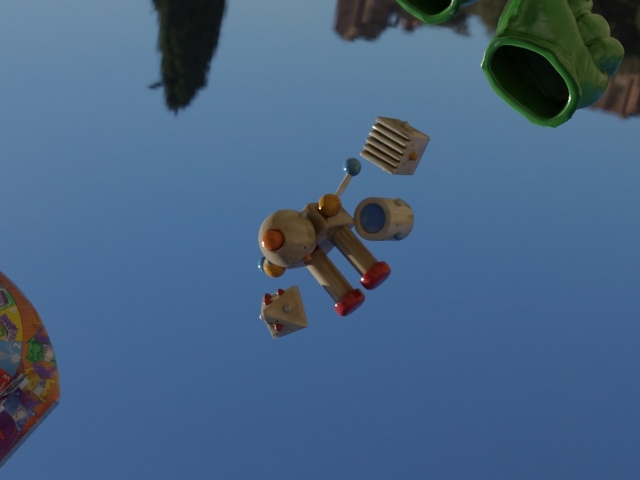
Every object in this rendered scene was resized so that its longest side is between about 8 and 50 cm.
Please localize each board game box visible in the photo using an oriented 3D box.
[{"bbox_3d":[-0.230,0.084,0.637,0.133,0.168,0.033,44,-175,9],"label":"board game box"}]

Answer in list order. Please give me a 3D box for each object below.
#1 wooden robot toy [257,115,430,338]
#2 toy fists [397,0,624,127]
[{"bbox_3d":[0.000,0.000,0.721,0.076,0.173,0.079,50,-156,22],"label":"wooden robot toy"},{"bbox_3d":[0.179,-0.241,1.133,0.279,0.096,0.142,41,-137,-2],"label":"toy fists"}]
